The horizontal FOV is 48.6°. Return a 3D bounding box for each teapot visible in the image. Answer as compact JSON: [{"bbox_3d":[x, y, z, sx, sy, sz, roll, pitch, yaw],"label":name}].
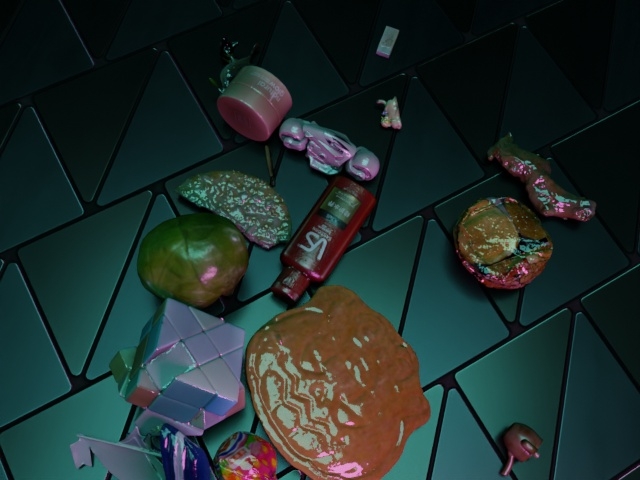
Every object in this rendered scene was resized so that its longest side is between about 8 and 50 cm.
[{"bbox_3d":[0.402,0.432,1.454,0.080,0.085,0.110,43,91,13],"label":"teapot"}]

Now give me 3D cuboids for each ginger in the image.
[{"bbox_3d":[0.525,-0.140,1.696,0.290,0.084,0.122,45,50,16],"label":"ginger"}]

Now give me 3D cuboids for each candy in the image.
[{"bbox_3d":[-0.053,0.513,1.381,0.365,0.124,0.124,38,70,1],"label":"candy"}]

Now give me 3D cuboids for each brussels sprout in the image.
[{"bbox_3d":[-0.261,0.041,1.466,0.243,0.244,0.244,2,68,-4],"label":"brussels sprout"}]

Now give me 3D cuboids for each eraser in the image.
[{"bbox_3d":[0.174,-0.513,1.835,0.038,0.019,0.083,20,68,2],"label":"eraser"}]

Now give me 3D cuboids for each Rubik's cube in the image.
[{"bbox_3d":[-0.267,0.262,1.389,0.265,0.213,0.224,27,37,-21],"label":"Rubik's cube"}]

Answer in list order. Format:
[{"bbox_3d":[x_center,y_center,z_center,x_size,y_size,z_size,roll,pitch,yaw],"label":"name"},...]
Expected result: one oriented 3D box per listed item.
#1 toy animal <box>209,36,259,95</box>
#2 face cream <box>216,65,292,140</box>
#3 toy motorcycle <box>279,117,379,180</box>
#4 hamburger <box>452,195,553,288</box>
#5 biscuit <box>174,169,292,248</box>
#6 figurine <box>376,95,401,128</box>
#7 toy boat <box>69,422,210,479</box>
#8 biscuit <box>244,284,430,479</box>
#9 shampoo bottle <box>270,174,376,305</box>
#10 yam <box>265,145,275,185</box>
[{"bbox_3d":[-0.215,-0.415,1.740,0.105,0.070,0.203,20,63,-17],"label":"toy animal"},{"bbox_3d":[-0.154,-0.320,1.661,0.149,0.149,0.104,31,69,7],"label":"face cream"},{"bbox_3d":[0.022,-0.219,1.659,0.254,0.112,0.113,25,69,4],"label":"toy motorcycle"},{"bbox_3d":[0.405,0.006,1.606,0.230,0.107,0.231,0,68,0],"label":"hamburger"},{"bbox_3d":[-0.178,-0.089,1.629,0.289,0.038,0.141,30,68,5],"label":"biscuit"},{"bbox_3d":[0.169,-0.310,1.746,0.050,0.047,0.083,-11,76,7],"label":"figurine"},{"bbox_3d":[-0.338,0.413,1.350,0.291,0.210,0.070,28,26,6],"label":"toy boat"},{"bbox_3d":[0.038,0.296,1.452,0.365,0.062,0.385,-34,79,-26],"label":"biscuit"},{"bbox_3d":[0.000,-0.001,1.588,0.118,0.076,0.314,34,70,3],"label":"shampoo bottle"},{"bbox_3d":[-0.119,-0.179,1.682,0.014,0.014,0.107,-8,69,-8],"label":"yam"}]
